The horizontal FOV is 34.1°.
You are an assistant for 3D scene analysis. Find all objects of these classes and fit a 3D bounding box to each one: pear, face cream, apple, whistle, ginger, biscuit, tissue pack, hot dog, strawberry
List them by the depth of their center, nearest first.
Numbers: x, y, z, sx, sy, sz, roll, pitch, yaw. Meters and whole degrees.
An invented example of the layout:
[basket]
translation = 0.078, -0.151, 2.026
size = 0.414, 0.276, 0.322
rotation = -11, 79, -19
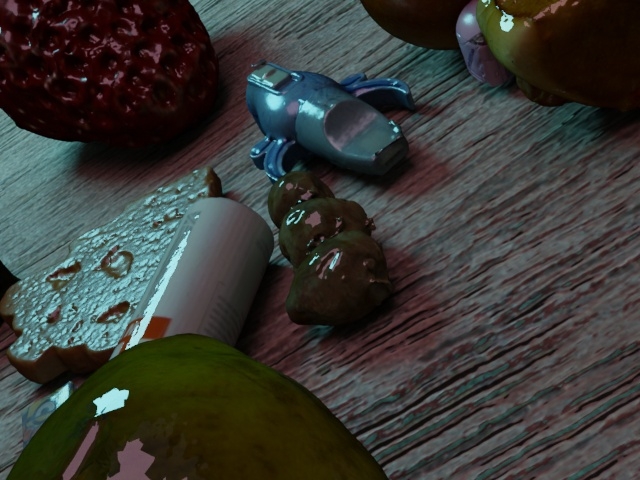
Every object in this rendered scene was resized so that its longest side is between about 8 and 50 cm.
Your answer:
[pear]
translation = -0.075, 0.208, 0.637
size = 0.269, 0.269, 0.321
rotation = -22, 49, 17
[face cream]
translation = -0.135, 0.112, 0.924
size = 0.102, 0.102, 0.345
rotation = -11, 39, 31
[hot dog]
translation = 0.277, -0.207, 0.924
size = 0.257, 0.153, 0.150
rotation = -31, 39, 8
[ginger]
translation = 0.000, 0.000, 0.965
size = 0.104, 0.080, 0.204
rotation = -34, 36, 11
[tissue pack]
translation = -0.251, 0.181, 0.993
size = 0.063, 0.035, 0.083
rotation = -32, 34, 4
[whistle]
translation = -0.001, -0.128, 1.125
size = 0.180, 0.093, 0.269
rotation = -37, 40, -15
[biscuit]
translation = -0.208, 0.034, 1.129
size = 0.284, 0.043, 0.306
rotation = 14, 55, 49
[apple]
translation = 0.130, -0.321, 1.132
size = 0.173, 0.210, 0.235
rotation = 1, 33, 25
[strawberry]
translation = -0.283, -0.261, 1.369
size = 0.318, 0.295, 0.345
rotation = -16, 38, -42

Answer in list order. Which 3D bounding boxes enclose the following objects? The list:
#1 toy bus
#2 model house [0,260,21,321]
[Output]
[toy bus]
translation = 0.231, -0.241, 1.054
size = 0.203, 0.090, 0.063
rotation = -36, 45, -7
[model house]
translation = -0.442, 0.028, 1.240
size = 0.165, 0.152, 0.106
rotation = 14, 51, 46
